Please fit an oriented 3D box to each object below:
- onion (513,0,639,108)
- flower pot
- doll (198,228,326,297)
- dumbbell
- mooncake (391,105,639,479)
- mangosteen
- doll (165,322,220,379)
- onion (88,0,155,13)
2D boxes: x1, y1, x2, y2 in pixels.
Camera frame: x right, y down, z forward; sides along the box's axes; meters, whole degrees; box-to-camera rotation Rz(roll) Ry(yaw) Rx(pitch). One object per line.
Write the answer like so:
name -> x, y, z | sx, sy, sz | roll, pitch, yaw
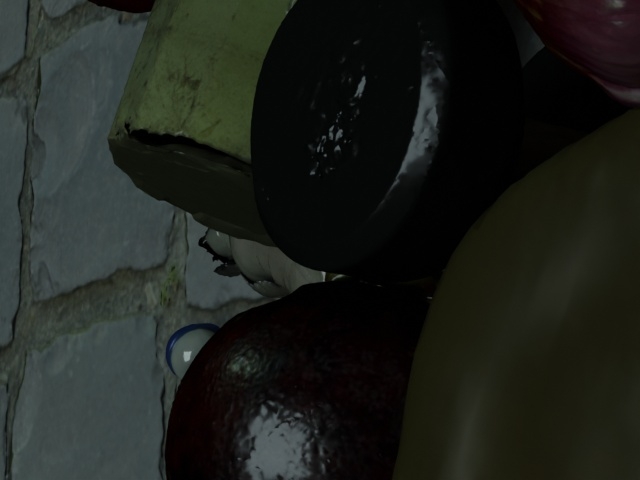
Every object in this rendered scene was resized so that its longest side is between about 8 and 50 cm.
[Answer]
onion -> 0.113, -0.161, 0.628 | 0.163, 0.230, 0.230 | -17, 67, 18
flower pot -> -0.016, -0.114, 0.847 | 0.212, 0.212, 0.203 | -3, 60, 52
doll -> 0.000, 0.000, 0.949 | 0.192, 0.095, 0.149 | 47, 122, 43
dumbbell -> 0.089, -0.047, 0.738 | 0.152, 0.218, 0.153 | -15, 71, 51
mooncake -> 0.212, 0.127, 0.578 | 0.378, 0.200, 0.379 | -9, 77, 46
mangosteen -> 0.022, 0.105, 0.801 | 0.216, 0.216, 0.216 | -13, 73, 50
doll -> -0.070, 0.097, 1.050 | 0.143, 0.057, 0.099 | 34, 130, 51
onion -> -0.124, -0.274, 1.124 | 0.198, 0.135, 0.173 | -30, 96, 43
